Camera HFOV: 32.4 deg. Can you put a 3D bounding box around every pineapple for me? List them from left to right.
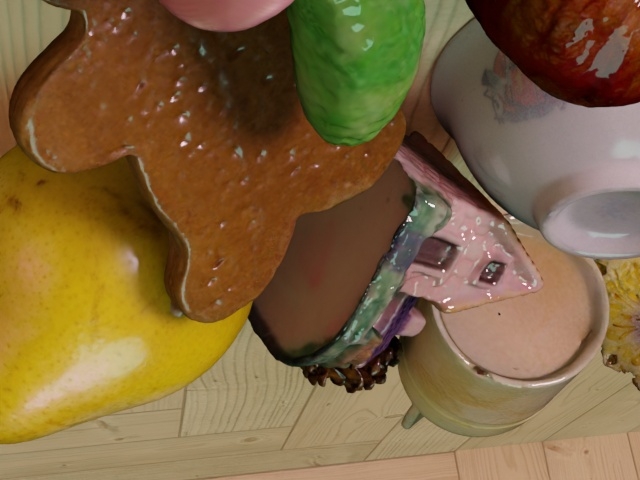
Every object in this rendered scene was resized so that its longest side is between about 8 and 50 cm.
[{"bbox_3d":[0.539,0.059,1.528,0.272,0.262,0.262,-20,171,-43],"label":"pineapple"}]

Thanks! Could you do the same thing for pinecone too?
[{"bbox_3d":[0.031,0.122,1.502,0.150,0.179,0.195,-42,133,16],"label":"pinecone"}]

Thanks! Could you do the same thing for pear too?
[{"bbox_3d":[-0.215,0.043,1.030,0.285,0.285,0.336,16,122,-46],"label":"pear"}]

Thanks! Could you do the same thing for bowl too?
[{"bbox_3d":[0.272,-0.082,1.018,0.345,0.157,0.345,4,153,2],"label":"bowl"}]

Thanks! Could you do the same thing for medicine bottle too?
[{"bbox_3d":[0.231,0.150,1.553,0.236,0.235,0.406,-5,158,-8],"label":"medicine bottle"}]

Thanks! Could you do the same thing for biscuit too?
[{"bbox_3d":[-0.093,-0.142,0.789,0.283,0.064,0.432,-42,136,-7],"label":"biscuit"}]

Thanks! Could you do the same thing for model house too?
[{"bbox_3d":[0.080,0.024,1.112,0.237,0.202,0.237,16,109,-39],"label":"model house"}]

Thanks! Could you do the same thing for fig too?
[{"bbox_3d":[0.204,-0.239,0.760,0.191,0.190,0.290,1,117,-21],"label":"fig"}]

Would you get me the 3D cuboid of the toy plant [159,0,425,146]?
[{"bbox_3d":[-0.030,-0.201,0.614,0.356,0.210,0.317,10,146,-37],"label":"toy plant"}]
